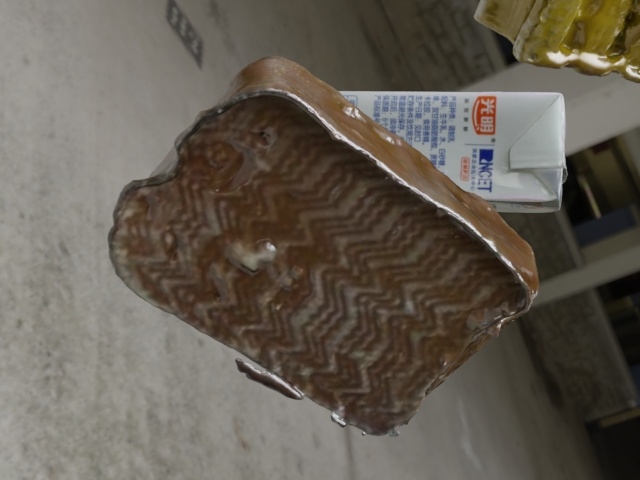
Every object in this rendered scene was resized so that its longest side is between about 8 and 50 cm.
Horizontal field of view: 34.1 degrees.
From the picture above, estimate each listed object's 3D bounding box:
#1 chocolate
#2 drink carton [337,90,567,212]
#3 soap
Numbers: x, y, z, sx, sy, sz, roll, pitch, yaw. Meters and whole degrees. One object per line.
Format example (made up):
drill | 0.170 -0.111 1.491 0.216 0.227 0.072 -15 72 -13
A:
chocolate | 0.000 0.000 0.575 0.214 0.148 0.093 37 21 -18
drink carton | 0.079 -0.086 1.014 0.130 0.314 0.107 10 82 -76
soap | 0.395 -0.373 1.283 0.304 0.339 0.169 0 37 -32
